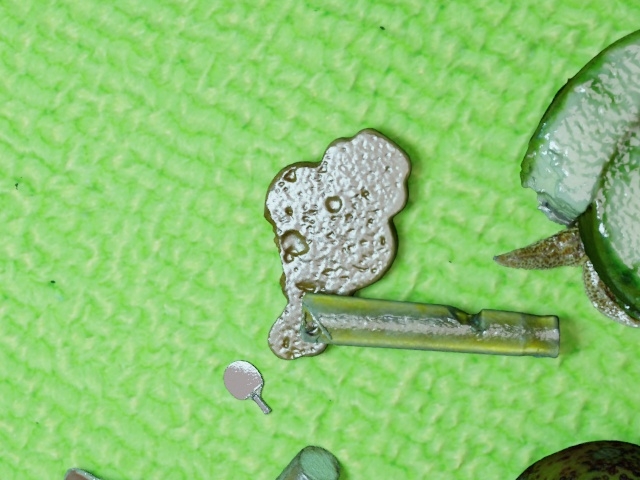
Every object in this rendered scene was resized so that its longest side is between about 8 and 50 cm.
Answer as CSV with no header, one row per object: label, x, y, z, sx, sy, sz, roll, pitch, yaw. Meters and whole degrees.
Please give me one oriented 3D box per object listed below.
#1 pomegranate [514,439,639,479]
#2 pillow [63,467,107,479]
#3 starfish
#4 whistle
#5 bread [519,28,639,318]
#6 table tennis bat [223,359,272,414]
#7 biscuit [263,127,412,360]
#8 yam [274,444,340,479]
pomegranate,0.377,0.378,1.371,0.341,0.285,0.284,13,94,-24
pillow,-0.270,0.402,1.550,0.179,0.075,0.171,7,92,8
starfish,0.353,-0.009,1.441,0.277,0.062,0.235,0,90,7
whistle,0.136,0.111,1.461,0.327,0.057,0.067,4,109,2
bread,0.424,-0.071,1.350,0.382,0.129,0.366,3,91,5
table tennis bat,-0.095,0.197,1.549,0.050,0.007,0.083,-40,83,8
biscuit,0.008,0.006,1.506,0.184,0.047,0.319,13,95,9
yam,-0.037,0.338,1.514,0.070,0.070,0.146,38,98,7
